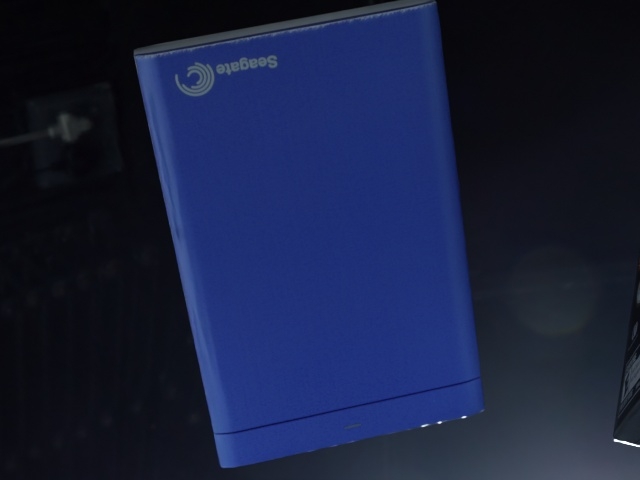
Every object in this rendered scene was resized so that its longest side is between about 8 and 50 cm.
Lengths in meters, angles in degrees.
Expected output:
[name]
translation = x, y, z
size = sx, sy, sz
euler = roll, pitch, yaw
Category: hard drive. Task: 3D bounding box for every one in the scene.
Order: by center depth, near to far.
[hard drive]
translation = 0.000, 0.000, 0.846
size = 0.040, 0.210, 0.318
euler = -117, -163, -70

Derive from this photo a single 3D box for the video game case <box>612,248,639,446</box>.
[video game case]
translation = 0.207, -0.046, 0.587
size = 0.035, 0.248, 0.275
euler = 12, -23, 7
